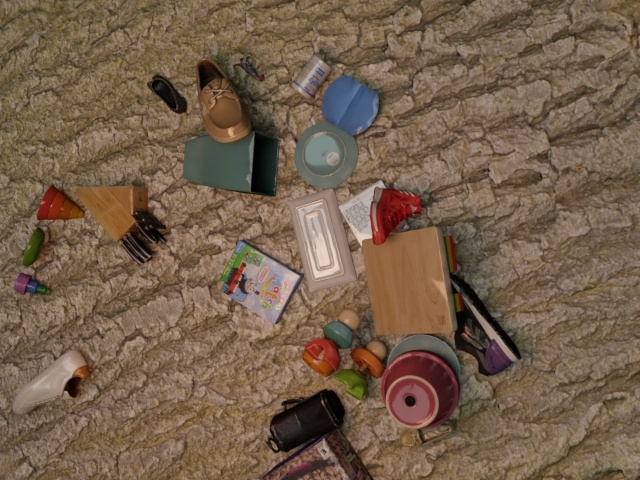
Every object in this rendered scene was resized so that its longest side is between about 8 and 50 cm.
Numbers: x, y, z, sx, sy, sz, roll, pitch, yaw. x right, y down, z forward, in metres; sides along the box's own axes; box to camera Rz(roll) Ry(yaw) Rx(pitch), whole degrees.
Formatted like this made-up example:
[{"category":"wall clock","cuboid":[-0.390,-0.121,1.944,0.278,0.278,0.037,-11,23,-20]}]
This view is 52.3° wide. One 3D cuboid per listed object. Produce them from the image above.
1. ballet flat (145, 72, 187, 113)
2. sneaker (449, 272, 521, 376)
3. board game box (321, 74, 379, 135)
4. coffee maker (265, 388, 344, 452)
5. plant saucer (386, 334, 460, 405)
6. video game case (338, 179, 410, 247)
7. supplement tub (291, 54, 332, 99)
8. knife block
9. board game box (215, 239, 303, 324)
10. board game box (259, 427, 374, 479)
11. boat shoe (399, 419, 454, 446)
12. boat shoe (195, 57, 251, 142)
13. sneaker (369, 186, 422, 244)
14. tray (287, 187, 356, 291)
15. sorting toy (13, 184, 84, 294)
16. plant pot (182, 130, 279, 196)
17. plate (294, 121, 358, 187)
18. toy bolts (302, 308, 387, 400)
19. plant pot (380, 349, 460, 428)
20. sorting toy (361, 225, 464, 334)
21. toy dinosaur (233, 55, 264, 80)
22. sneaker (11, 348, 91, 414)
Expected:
[{"category":"ballet flat","cuboid":[-0.466,-0.446,1.958,0.173,0.049,0.057,43,100,13]},{"category":"sneaker","cuboid":[0.378,0.221,1.677,0.124,0.107,0.283,-39,79,19]},{"category":"board game box","cuboid":[0.085,-0.371,1.805,0.168,0.033,0.133,34,104,19]},{"category":"coffee maker","cuboid":[-0.035,0.493,1.758,0.178,0.171,0.120,-32,105,16]},{"category":"plant saucer","cuboid":[0.275,0.346,1.737,0.194,0.037,0.195,0,89,17]},{"category":"video game case","cuboid":[0.147,-0.064,1.789,0.143,0.019,0.157,-32,81,14]},{"category":"supplement tub","cuboid":[-0.025,-0.454,1.817,0.071,0.071,0.107,41,101,13]},{"category":"knife block","cuboid":[-0.603,-0.045,1.974,0.275,0.088,0.242,1,89,16]},{"category":"board game box","cuboid":[-0.177,0.118,1.873,0.211,0.039,0.160,29,97,14]},{"category":"board game box","cuboid":[0.019,0.695,1.755,0.232,0.141,0.291,-37,80,12]},{"category":"boat shoe","cuboid":[0.278,0.513,1.729,0.153,0.048,0.056,-17,84,15]},{"category":"boat shoe","cuboid":[-0.283,-0.385,1.782,0.121,0.110,0.341,-23,45,-9]},{"category":"sneaker","cuboid":[0.195,-0.072,1.667,0.128,0.221,0.087,-2,130,10]},{"category":"tray","cuboid":[0.000,0.000,1.827,0.145,0.030,0.270,-16,85,17]},{"category":"sorting toy","cuboid":[-0.848,0.014,2.057,0.126,0.127,0.366,19,99,-14]},{"category":"plant pot","cuboid":[-0.260,-0.216,1.840,0.234,0.165,0.166,4,91,19]},{"category":"plate","cuboid":[0.013,-0.241,1.828,0.188,0.024,0.188,0,88,16]},{"category":"toy bolts","cuboid":[0.055,0.278,1.738,0.218,0.228,0.158,23,66,39]},{"category":"plant pot","cuboid":[0.242,0.385,1.634,0.201,0.180,0.201,0,90,16]},{"category":"sorting toy","cuboid":[0.243,0.105,1.677,0.255,0.089,0.257,-11,87,48]},{"category":"toy dinosaur","cuboid":[-0.200,-0.496,1.897,0.090,0.047,0.082,-22,92,48]},{"category":"sneaker","cuboid":[-0.836,0.473,2.028,0.290,0.106,0.123,-41,76,11]}]
